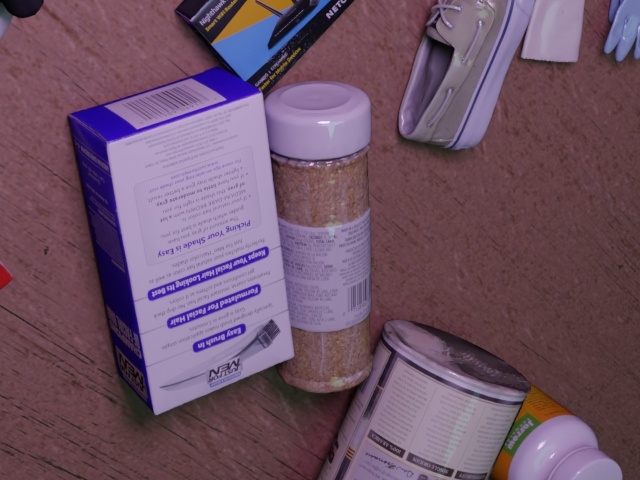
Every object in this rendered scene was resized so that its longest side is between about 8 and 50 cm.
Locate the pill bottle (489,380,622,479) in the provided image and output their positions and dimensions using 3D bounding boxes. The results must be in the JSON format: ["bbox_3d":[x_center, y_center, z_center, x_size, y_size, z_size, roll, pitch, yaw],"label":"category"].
[{"bbox_3d":[0.277,0.271,1.898,0.136,0.246,0.136,-15,120,-27],"label":"pill bottle"}]

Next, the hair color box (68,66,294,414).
[{"bbox_3d":[-0.145,0.001,1.575,0.185,0.110,0.338,-21,121,-25],"label":"hair color box"}]

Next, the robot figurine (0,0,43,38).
[{"bbox_3d":[-0.362,-0.250,1.219,0.173,0.209,0.278,-35,160,-7],"label":"robot figurine"}]

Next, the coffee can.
[{"bbox_3d":[0.119,0.265,1.818,0.201,0.201,0.275,15,104,-38],"label":"coffee can"}]

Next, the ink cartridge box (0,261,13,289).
[{"bbox_3d":[-0.487,0.004,1.318,0.272,0.130,0.309,-42,134,-9],"label":"ink cartridge box"}]

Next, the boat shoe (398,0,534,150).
[{"bbox_3d":[0.170,-0.242,1.665,0.094,0.109,0.302,-2,116,-31],"label":"boat shoe"}]

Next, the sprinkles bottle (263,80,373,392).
[{"bbox_3d":[0.000,0.000,1.660,0.121,0.121,0.355,-17,121,-26],"label":"sprinkles bottle"}]

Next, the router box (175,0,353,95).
[{"bbox_3d":[-0.050,-0.261,1.546,0.179,0.046,0.133,-48,129,-4],"label":"router box"}]

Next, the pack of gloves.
[{"bbox_3d":[0.345,-0.337,1.787,0.195,0.046,0.232,1,109,-22],"label":"pack of gloves"}]
